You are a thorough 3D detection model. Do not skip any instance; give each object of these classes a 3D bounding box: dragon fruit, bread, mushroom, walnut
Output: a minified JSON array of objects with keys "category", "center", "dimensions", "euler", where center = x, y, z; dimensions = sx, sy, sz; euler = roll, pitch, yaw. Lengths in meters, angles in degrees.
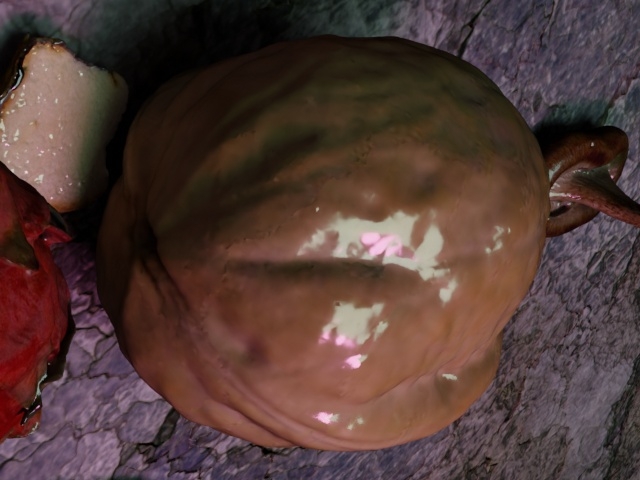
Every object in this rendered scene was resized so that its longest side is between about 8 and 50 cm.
[{"category":"dragon fruit","center":[-0.266,0.037,0.761],"dimensions":[0.244,0.244,0.299],"euler":[-51,137,-9]},{"category":"bread","center":[-0.203,-0.085,0.921],"dimensions":[0.129,0.044,0.126],"euler":[17,96,-52]},{"category":"mushroom","center":[0.362,-0.045,1.499],"dimensions":[0.227,0.217,0.148],"euler":[-21,133,-41]},{"category":"walnut","center":[0.000,0.000,0.996],"dimensions":[0.381,0.381,0.381],"euler":[-31,139,-33]}]
